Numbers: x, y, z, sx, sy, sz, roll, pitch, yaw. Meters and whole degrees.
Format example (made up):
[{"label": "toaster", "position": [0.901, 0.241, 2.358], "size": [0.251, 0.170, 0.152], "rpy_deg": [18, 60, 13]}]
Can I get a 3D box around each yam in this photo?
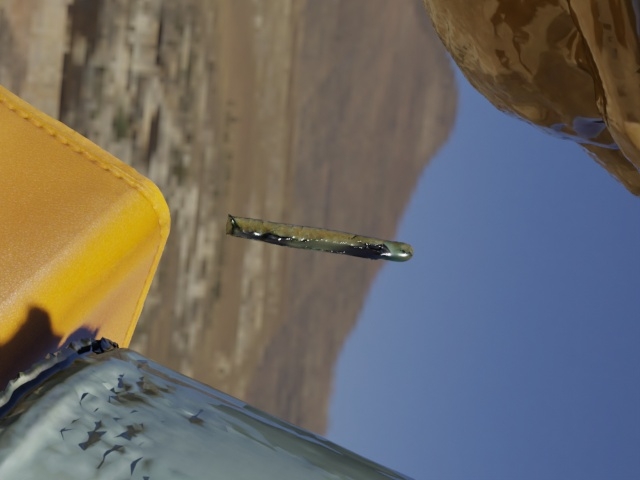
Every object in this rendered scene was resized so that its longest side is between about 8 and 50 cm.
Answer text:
[{"label": "yam", "position": [0.000, 0.000, 0.923], "size": [0.014, 0.107, 0.014], "rpy_deg": [-171, -90, -70]}]

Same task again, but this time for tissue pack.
[{"label": "tissue pack", "position": [-0.209, 0.077, 0.789], "size": [0.274, 0.145, 0.194], "rpy_deg": [-48, 167, -49]}]

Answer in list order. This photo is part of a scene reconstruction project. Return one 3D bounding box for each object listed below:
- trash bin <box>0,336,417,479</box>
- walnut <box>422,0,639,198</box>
[{"label": "trash bin", "position": [0.026, 0.171, 0.359], "size": [0.217, 0.262, 0.277], "rpy_deg": [15, 99, -80]}, {"label": "walnut", "position": [0.231, -0.168, 0.980], "size": [0.383, 0.383, 0.383], "rpy_deg": [-175, -90, -85]}]
